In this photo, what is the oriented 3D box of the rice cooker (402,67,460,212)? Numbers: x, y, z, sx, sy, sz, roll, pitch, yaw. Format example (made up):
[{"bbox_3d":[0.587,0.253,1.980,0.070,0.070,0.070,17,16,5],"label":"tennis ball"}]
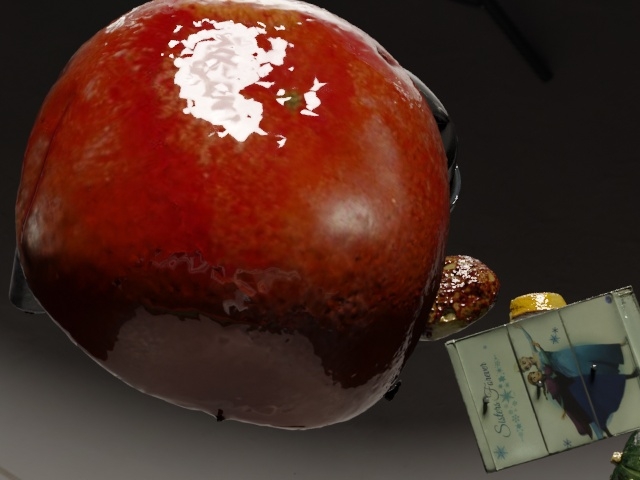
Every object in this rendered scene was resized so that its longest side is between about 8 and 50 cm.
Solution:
[{"bbox_3d":[0.074,-0.119,1.320,0.267,0.224,0.267,-2,62,4],"label":"rice cooker"}]

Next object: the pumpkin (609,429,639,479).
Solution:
[{"bbox_3d":[0.605,0.431,1.650,0.146,0.190,0.190,4,75,16],"label":"pumpkin"}]

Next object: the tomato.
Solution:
[{"bbox_3d":[-0.034,-0.050,0.607,0.339,0.143,0.338,13,54,-19],"label":"tomato"}]

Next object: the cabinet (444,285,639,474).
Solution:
[{"bbox_3d":[0.263,0.159,1.003,0.206,0.150,0.145,-19,73,8],"label":"cabinet"}]

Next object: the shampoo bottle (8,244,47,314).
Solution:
[{"bbox_3d":[-0.335,-0.013,1.103,0.072,0.072,0.214,21,118,4],"label":"shampoo bottle"}]

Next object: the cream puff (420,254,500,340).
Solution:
[{"bbox_3d":[0.164,0.073,1.210,0.149,0.149,0.084,-32,97,-9],"label":"cream puff"}]

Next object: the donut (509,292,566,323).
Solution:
[{"bbox_3d":[0.338,0.111,1.402,0.097,0.108,0.043,-7,69,2],"label":"donut"}]
